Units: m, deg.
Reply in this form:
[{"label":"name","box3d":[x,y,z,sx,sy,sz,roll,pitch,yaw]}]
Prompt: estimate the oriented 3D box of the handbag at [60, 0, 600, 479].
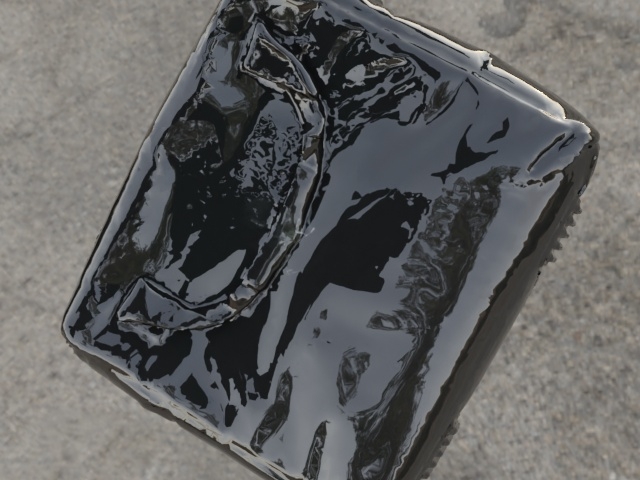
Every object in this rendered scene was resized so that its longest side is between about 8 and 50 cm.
[{"label":"handbag","box3d":[0.000,0.000,0.514,0.244,0.088,0.275,29,102,7]}]
